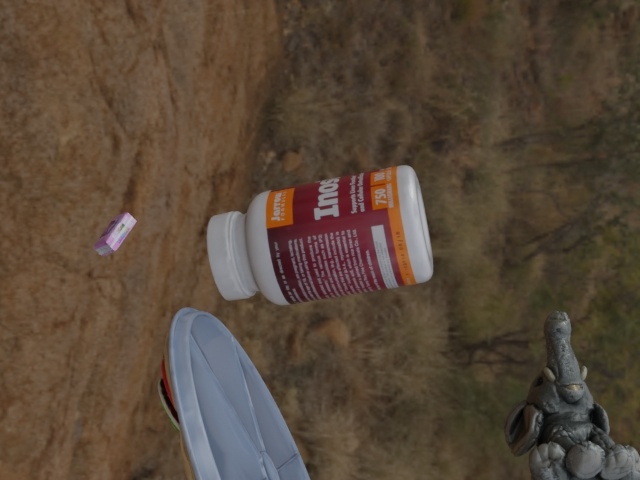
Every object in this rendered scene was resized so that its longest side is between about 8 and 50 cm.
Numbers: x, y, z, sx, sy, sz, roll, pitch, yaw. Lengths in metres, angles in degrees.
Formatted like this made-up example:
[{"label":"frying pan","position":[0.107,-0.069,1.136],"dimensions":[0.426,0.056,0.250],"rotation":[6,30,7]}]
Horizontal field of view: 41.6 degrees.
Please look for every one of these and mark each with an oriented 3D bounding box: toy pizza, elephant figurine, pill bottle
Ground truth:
[{"label":"toy pizza","position":[-0.039,0.131,0.448],"dimensions":[0.201,0.032,0.201],"rotation":[-25,90,-86]},{"label":"elephant figurine","position":[0.349,0.261,1.208],"dimensions":[0.169,0.186,0.239],"rotation":[39,23,-31]},{"label":"pill bottle","position":[0.000,0.000,0.607],"dimensions":[0.086,0.152,0.086],"rotation":[-10,90,-80]}]

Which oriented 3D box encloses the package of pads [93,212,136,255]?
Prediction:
[{"label":"package of pads","position":[-0.386,-0.011,1.580],"dimensions":[0.032,0.050,0.083],"rotation":[48,49,-27]}]
